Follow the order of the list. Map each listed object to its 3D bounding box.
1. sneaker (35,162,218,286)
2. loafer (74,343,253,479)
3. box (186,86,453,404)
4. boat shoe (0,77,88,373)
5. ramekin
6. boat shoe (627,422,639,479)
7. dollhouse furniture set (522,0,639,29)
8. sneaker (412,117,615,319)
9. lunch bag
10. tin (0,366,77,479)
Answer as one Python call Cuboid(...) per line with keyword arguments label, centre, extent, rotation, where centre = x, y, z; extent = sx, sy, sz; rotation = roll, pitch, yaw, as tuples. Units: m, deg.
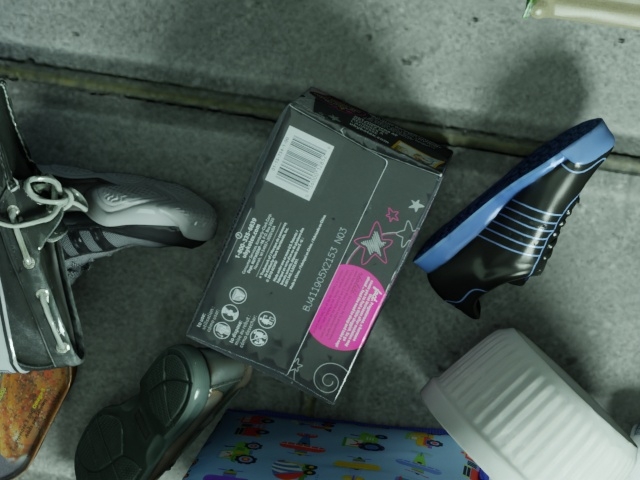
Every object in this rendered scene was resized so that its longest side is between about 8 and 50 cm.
Cuboid(label="sneaker", centre=(-0.233, 0.011, 1.704), extent=(0.269, 0.101, 0.153), rotation=(9, 104, 12))
Cuboid(label="loafer", centre=(-0.155, 0.187, 1.708), extent=(0.267, 0.084, 0.096), rotation=(-45, 57, 45))
Cuboid(label="box", centre=(0.000, 0.000, 1.646), extent=(0.163, 0.142, 0.247), rotation=(25, 104, 3))
Cuboid(label="boat shoe", centre=(-0.275, -0.023, 1.598), extent=(0.105, 0.113, 0.306), rotation=(-4, 101, 10))
Cuboid(label="ramekin", centre=(0.203, 0.176, 1.630), extent=(0.207, 0.207, 0.109), rotation=(43, 96, -3))
Cuboid(label="boat shoe", centre=(0.339, 0.308, 1.689), extent=(0.084, 0.095, 0.258), rotation=(4, 105, 21))
Cuboid(label="dollhouse furniture set", centre=(0.206, -0.324, 1.585), extent=(0.302, 0.151, 0.197), rotation=(7, 125, -11))
Cuboid(label="sneaker", centre=(0.201, -0.019, 1.650), extent=(0.232, 0.081, 0.090), rotation=(-39, 98, 21))
Cuboid(label="lunch bag", centre=(0.035, 0.245, 1.653), extent=(0.293, 0.221, 0.138), rotation=(-5, 102, 10))
Cuboid(label="tin", centre=(-0.322, 0.163, 1.781), extent=(0.106, 0.040, 0.189), rotation=(28, 105, -3))
